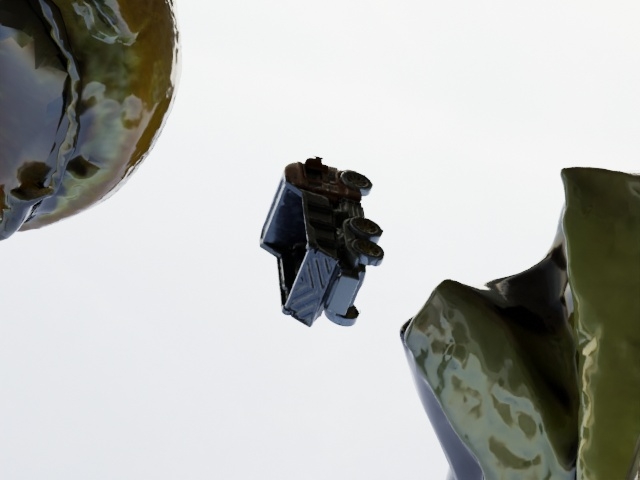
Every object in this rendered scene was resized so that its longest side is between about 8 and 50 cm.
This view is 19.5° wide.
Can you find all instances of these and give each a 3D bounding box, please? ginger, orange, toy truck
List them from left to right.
[{"bbox_3d":[-0.108,-0.079,0.631,0.112,0.160,0.170,-3,-104,-37],"label":"orange"},{"bbox_3d":[0.000,0.000,1.719,0.092,0.083,0.192,15,-151,-13],"label":"toy truck"},{"bbox_3d":[0.257,0.113,1.098,0.413,0.358,0.211,41,175,10],"label":"ginger"}]

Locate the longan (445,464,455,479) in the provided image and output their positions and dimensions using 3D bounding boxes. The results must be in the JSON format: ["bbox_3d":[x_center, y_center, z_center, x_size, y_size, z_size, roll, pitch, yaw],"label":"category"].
[{"bbox_3d":[0.198,0.179,1.479,0.198,0.212,0.198,16,-110,-51],"label":"longan"}]
